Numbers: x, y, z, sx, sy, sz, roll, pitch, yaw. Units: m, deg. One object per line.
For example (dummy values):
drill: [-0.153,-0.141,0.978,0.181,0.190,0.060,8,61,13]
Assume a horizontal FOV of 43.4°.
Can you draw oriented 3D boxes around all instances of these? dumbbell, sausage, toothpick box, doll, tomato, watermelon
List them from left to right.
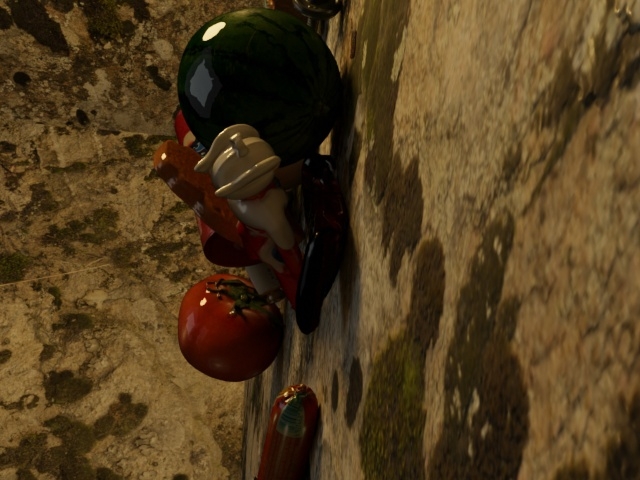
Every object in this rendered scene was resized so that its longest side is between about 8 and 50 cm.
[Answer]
tomato: [-0.209,0.201,1.850,0.256,0.256,0.224,-100,32,-62]
toothpick box: [-0.186,-0.134,1.727,0.204,0.204,0.333,106,150,-57]
watermelon: [-0.090,-0.221,1.185,0.242,0.242,0.242,-176,90,-82]
doll: [-0.086,-0.034,1.148,0.188,0.099,0.384,47,168,24]
sausage: [-0.047,0.304,1.228,0.083,0.083,0.264,-94,13,-48]
dumbbell: [0.002,-0.410,1.219,0.254,0.081,0.081,105,167,-54]

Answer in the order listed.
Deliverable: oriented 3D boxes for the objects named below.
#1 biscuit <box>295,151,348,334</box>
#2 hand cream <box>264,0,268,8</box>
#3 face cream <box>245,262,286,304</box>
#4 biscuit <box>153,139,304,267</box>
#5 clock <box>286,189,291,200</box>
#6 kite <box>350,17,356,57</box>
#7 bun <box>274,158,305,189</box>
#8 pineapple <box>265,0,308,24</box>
biscuit: [0.000,-0.005,1.067,0.235,0.063,0.151,-93,11,-55]
hand cream: [-0.066,-0.361,1.686,0.070,0.111,0.312,-79,-7,-56]
face cream: [-0.134,0.055,1.799,0.051,0.072,0.182,-29,86,57]
biscuit: [-0.155,-0.056,1.415,0.047,0.334,0.202,-43,30,20]
clock: [-0.126,-0.035,1.913,0.194,0.100,0.195,-102,17,-60]
kite: [0.045,-0.288,1.124,0.044,0.002,0.078,119,154,-72]
bun: [-0.115,-0.226,1.532,0.281,0.205,0.281,-177,90,-83]
pineapple: [-0.065,-0.504,1.538,0.130,0.119,0.277,-49,35,33]
